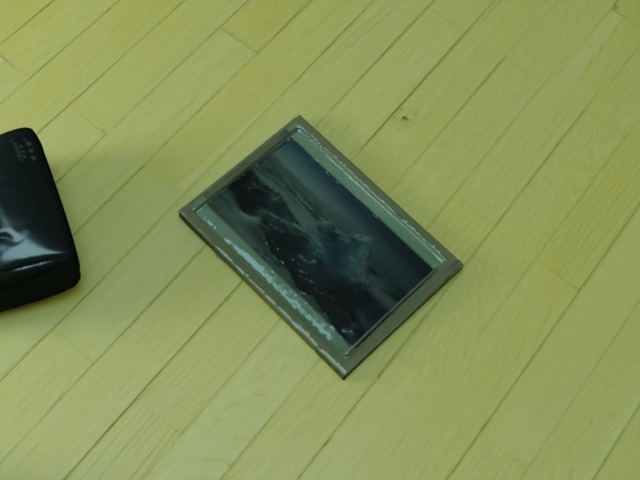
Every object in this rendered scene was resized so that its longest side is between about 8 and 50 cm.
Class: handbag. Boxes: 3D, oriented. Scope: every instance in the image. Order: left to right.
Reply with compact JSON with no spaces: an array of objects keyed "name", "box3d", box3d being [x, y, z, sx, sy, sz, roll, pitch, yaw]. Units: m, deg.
[{"name":"handbag","box3d":[-0.587,-0.033,1.732,0.275,0.178,0.302,-17,67,-14]}]

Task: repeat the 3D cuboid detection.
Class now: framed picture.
[{"name":"framed picture","box3d":[0.000,0.000,1.868,0.446,0.028,0.326,43,67,14]}]
